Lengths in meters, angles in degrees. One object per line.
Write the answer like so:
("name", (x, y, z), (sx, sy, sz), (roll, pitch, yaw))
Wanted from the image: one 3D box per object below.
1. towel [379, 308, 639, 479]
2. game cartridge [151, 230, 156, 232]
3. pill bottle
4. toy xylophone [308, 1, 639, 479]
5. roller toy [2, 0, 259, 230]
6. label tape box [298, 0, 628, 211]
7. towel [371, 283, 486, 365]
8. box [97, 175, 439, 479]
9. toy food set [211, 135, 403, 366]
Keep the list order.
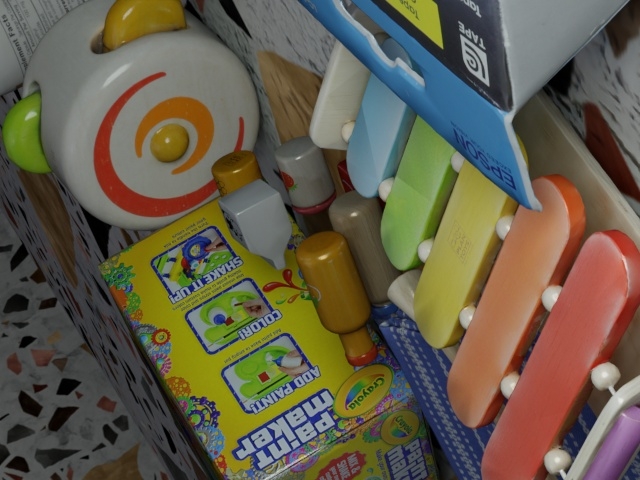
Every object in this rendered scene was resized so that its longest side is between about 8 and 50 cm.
("towel", (0.176, 0.150, 1.012), (0.243, 0.040, 0.336), (63, 157, -13))
("game cartridge", (-0.200, -0.094, 1.875), (0.294, 0.060, 0.196), (59, 161, 11))
("pill bottle", (-0.346, -0.234, 1.760), (0.131, 0.229, 0.131), (55, 164, 24))
("toy xylophone", (0.095, 0.023, 0.900), (0.323, 0.081, 0.236), (54, 144, 41))
("roller toy", (-0.156, -0.115, 1.428), (0.191, 0.209, 0.146), (28, -169, -41))
("label tape box", (0.048, -0.218, 0.722), (0.249, 0.115, 0.348), (49, 163, 42))
("towel", (0.129, 0.125, 1.203), (0.209, 0.034, 0.285), (61, 167, -3))
("box", (-0.034, 0.151, 1.458), (0.279, 0.177, 0.290), (53, 168, 35))
("toy food set", (0.000, 0.000, 1.255), (0.232, 0.111, 0.105), (35, 150, 58))
